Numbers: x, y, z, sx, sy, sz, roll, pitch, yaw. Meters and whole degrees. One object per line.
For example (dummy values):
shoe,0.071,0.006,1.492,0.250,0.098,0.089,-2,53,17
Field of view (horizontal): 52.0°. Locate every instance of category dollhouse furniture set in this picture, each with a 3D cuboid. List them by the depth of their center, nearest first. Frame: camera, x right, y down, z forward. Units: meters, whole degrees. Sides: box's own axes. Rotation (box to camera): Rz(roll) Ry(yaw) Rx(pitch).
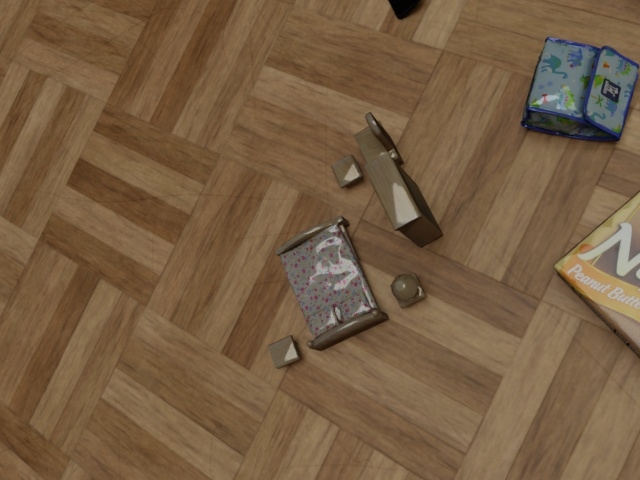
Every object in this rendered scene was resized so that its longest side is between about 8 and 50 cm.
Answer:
dollhouse furniture set,0.000,0.000,1.090,0.355,0.174,0.303,-29,69,14

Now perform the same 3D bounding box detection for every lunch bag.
lunch bag,0.405,-0.231,1.022,0.151,0.096,0.129,17,83,10

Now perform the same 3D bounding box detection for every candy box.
candy box,0.505,0.093,0.907,0.183,0.087,0.316,-43,66,9

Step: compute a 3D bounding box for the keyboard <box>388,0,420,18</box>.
keyboard,0.144,-0.512,1.202,0.100,0.038,0.192,-34,76,49
